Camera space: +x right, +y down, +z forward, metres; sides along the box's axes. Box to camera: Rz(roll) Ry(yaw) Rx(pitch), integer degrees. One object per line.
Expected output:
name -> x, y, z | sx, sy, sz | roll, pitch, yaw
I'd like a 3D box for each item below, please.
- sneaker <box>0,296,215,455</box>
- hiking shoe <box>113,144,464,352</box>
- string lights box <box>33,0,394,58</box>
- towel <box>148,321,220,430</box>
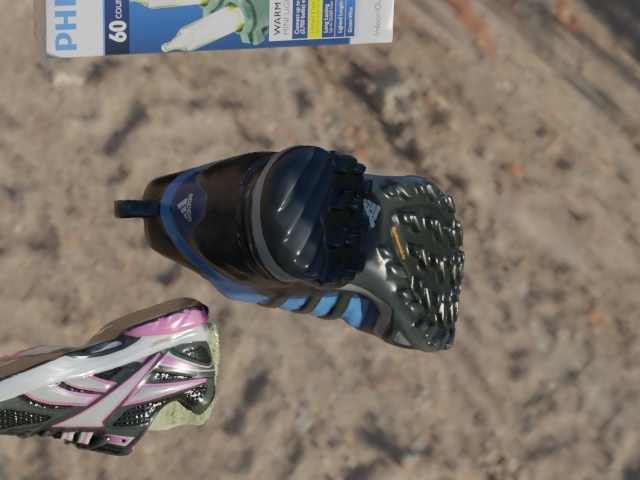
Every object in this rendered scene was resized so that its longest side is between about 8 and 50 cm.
sneaker -> -0.140, 0.097, 1.030 | 0.072, 0.178, 0.077 | -169, -118, -74
hiking shoe -> 0.000, 0.000, 1.150 | 0.304, 0.132, 0.113 | 32, 65, -59
string lights box -> -0.078, -0.210, 1.268 | 0.259, 0.133, 0.077 | -5, 23, -15
towel -> -0.148, 0.133, 1.639 | 0.110, 0.148, 0.027 | -8, 50, -16
